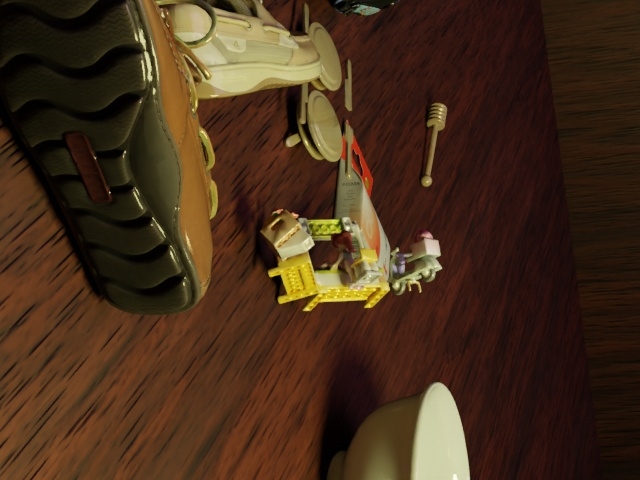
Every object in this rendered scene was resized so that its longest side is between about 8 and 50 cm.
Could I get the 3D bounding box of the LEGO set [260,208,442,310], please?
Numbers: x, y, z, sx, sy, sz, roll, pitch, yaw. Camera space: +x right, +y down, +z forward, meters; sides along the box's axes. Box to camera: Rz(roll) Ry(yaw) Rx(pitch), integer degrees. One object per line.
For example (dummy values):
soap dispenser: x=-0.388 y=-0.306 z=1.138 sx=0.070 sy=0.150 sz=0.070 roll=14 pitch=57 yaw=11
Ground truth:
LEGO set: x=0.000 y=0.000 z=1.738 sx=0.287 sy=0.132 sz=0.107 roll=14 pitch=53 yaw=-49

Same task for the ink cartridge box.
ink cartridge box: x=0.061 y=-0.046 z=2.048 sx=0.145 sy=0.045 sz=0.179 roll=63 pitch=30 yaw=-53

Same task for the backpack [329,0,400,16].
backpack: x=0.072 y=-0.352 z=1.990 sx=0.173 sy=0.158 sz=0.117 roll=-23 pitch=90 yaw=-86

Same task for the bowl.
bowl: x=0.088 y=0.321 z=1.881 sx=0.298 sy=0.134 sz=0.298 roll=-5 pitch=90 yaw=-74

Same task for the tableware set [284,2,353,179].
tableware set: x=-0.007 y=-0.173 z=1.869 sx=0.128 sy=0.039 sz=0.194 roll=48 pitch=33 yaw=-46

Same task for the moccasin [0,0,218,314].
moccasin: x=-0.148 y=-0.112 z=1.203 sx=0.380 sy=0.139 sz=0.147 roll=69 pitch=22 yaw=-43

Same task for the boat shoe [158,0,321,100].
boat shoe: x=-0.078 y=-0.194 z=1.524 sx=0.302 sy=0.109 sz=0.098 roll=-25 pitch=111 yaw=-66

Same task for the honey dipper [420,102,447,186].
honey dipper: x=0.176 y=-0.149 z=2.489 sx=0.030 sy=0.030 sz=0.161 roll=65 pitch=30 yaw=-49
